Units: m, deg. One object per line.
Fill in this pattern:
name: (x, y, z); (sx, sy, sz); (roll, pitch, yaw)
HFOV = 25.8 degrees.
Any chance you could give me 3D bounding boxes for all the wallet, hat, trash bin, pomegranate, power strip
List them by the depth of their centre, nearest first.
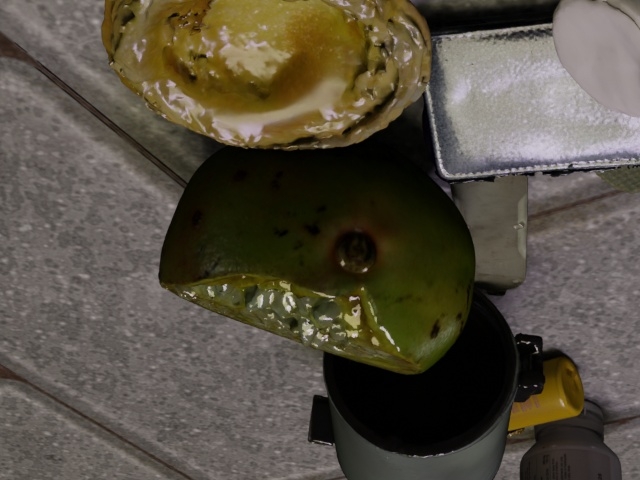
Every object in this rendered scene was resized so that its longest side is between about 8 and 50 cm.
hat: (0.261, -0.177, 1.088); (0.203, 0.126, 0.203); (41, 156, 22)
wallet: (0.198, -0.135, 1.275); (0.222, 0.036, 0.167); (-5, 124, 15)
pomegranate: (0.000, 0.000, 1.420); (0.309, 0.216, 0.358); (17, 176, -10)
power strip: (0.183, -0.027, 1.478); (0.080, 0.048, 0.286); (1, 147, 11)
trash bin: (0.116, 0.188, 1.637); (0.277, 0.217, 0.262); (2, 154, 6)

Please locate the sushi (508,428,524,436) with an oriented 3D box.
sushi: (0.220, 0.266, 1.873); (0.120, 0.026, 0.126); (-17, -175, 31)

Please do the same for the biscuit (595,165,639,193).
biscuit: (0.356, -0.097, 1.345); (0.252, 0.052, 0.150); (7, 146, 1)

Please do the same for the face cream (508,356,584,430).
face cream: (0.206, 0.219, 1.827); (0.273, 0.078, 0.078); (-18, 141, 31)

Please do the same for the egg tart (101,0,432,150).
egg tart: (-0.042, -0.183, 1.204); (0.288, 0.118, 0.288); (4, 144, 3)

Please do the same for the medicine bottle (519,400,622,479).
medicine bottle: (0.331, 0.325, 1.847); (0.135, 0.215, 0.135); (3, 147, 2)
